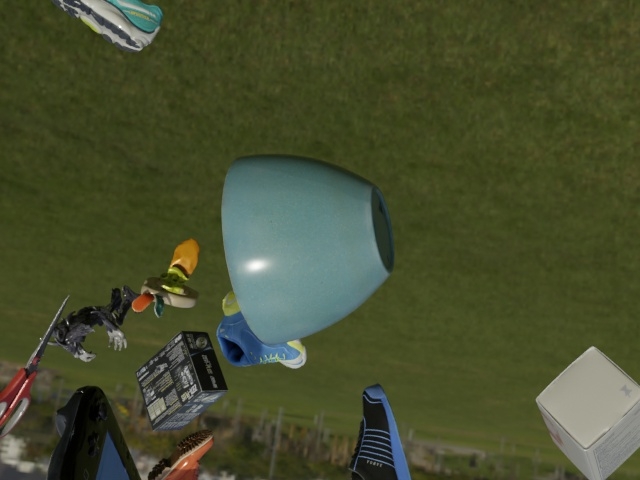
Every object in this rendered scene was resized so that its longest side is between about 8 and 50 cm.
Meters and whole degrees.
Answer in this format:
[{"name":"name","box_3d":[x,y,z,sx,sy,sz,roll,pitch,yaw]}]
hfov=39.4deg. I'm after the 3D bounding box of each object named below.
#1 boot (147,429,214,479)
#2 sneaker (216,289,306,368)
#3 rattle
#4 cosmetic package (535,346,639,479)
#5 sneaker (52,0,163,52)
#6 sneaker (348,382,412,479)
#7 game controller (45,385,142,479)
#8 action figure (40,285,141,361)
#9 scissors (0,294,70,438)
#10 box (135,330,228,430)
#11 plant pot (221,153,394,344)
[{"name":"boot","box_3d":[-0.264,0.453,1.811,0.084,0.158,0.059,48,180,-19]},{"name":"sneaker","box_3d":[-0.121,0.201,1.682,0.091,0.126,0.240,-3,141,41]},{"name":"rattle","box_3d":[-0.325,0.081,1.944,0.130,0.142,0.200,41,-168,17]},{"name":"cosmetic package","box_3d":[0.507,0.330,1.652,0.129,0.153,0.296,47,175,32]},{"name":"sneaker","box_3d":[-0.412,-0.455,1.626,0.275,0.110,0.107,37,159,-8]},{"name":"sneaker","box_3d":[0.083,0.331,1.400,0.090,0.232,0.081,-13,138,-1]},{"name":"game controller","box_3d":[-0.266,0.327,1.111,0.067,0.166,0.319,-9,134,-1]},{"name":"action figure","box_3d":[-0.536,0.214,2.139,0.164,0.141,0.276,-13,-165,35]},{"name":"scissors","box_3d":[-0.517,0.229,1.608,0.021,0.297,0.109,31,173,27]},{"name":"box","box_3d":[-0.299,0.301,1.911,0.078,0.147,0.180,10,137,-47]},{"name":"plant pot","box_3d":[0.000,0.000,1.333,0.195,0.290,0.290,-9,162,16]}]
